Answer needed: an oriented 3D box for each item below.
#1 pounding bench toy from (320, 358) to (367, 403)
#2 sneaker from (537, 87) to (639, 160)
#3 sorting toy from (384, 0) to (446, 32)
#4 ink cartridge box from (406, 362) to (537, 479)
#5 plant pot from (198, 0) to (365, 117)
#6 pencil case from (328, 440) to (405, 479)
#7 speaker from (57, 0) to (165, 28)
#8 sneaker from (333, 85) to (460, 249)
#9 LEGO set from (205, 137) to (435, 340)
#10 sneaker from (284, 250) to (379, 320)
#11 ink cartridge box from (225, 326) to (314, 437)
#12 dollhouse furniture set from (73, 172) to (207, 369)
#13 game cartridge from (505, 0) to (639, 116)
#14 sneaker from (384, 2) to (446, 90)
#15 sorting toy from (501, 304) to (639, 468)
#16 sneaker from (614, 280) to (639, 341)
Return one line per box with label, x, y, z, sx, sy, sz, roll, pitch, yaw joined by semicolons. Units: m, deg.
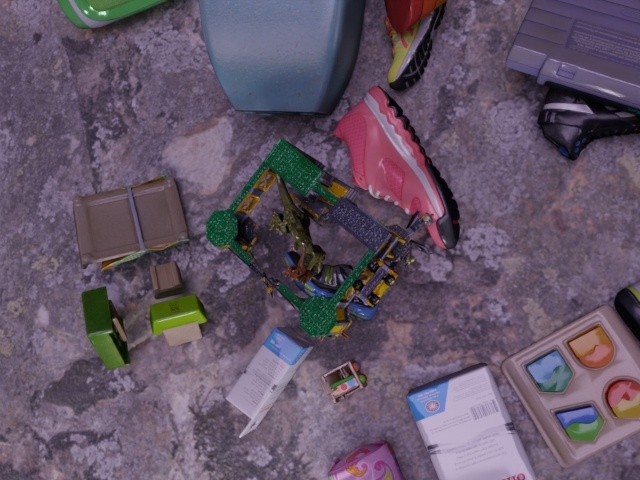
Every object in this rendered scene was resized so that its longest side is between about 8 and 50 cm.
pounding bench toy;0.040;0.235;0.990;0.065;0.083;0.052;-30;78;6
sneaker;0.470;-0.180;0.980;0.217;0.079;0.121;22;97;13
sorting toy;0.148;-0.519;1.043;0.126;0.127;0.365;-13;59;-9
ink cartridge box;0.238;0.310;0.944;0.140;0.082;0.190;-23;80;7
plant pot;-0.057;-0.342;1.017;0.247;0.248;0.252;3;101;11
pencil case;0.118;0.463;0.928;0.124;0.124;0.284;-29;79;6
speaker;-0.359;-0.518;1.148;0.297;0.131;0.131;-20;79;7
sneaker;0.130;-0.108;1.025;0.136;0.116;0.313;-32;74;19
LEGO set;0.000;0.000;0.967;0.331;0.192;0.254;32;96;23
sneaker;0.020;0.071;1.035;0.188;0.067;0.078;28;67;15
ink cartridge box;-0.094;0.236;1.005;0.060;0.104;0.180;35;89;13
dollhouse furniture set;-0.333;0.052;1.097;0.198;0.151;0.301;-14;61;-12
game cartridge;0.497;-0.300;0.946;0.355;0.068;0.230;23;63;13
sneaker;0.153;-0.367;1.062;0.094;0.081;0.208;18;79;19
sorting toy;0.427;0.232;0.942;0.208;0.038;0.193;-31;78;5
sneaker;0.558;0.153;0.905;0.097;0.084;0.234;-31;78;4
